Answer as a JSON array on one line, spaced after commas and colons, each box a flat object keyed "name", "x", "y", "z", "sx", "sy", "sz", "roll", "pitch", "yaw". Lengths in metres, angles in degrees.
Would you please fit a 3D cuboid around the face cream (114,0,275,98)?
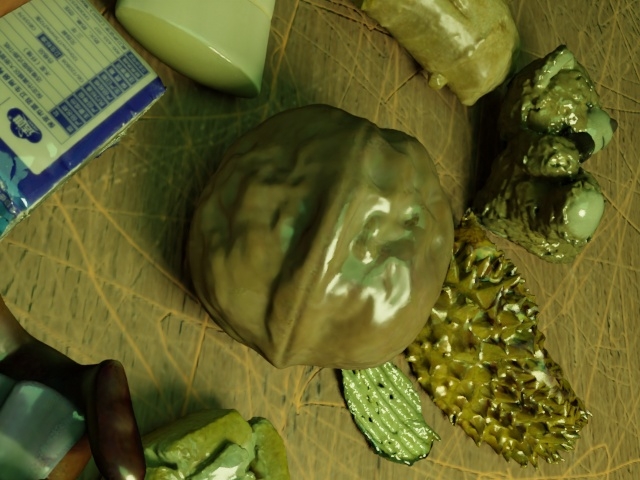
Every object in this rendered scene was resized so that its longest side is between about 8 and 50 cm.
[{"name": "face cream", "x": -0.119, "y": -0.340, "z": 0.923, "sx": 0.173, "sy": 0.081, "sz": 0.349, "roll": 17, "pitch": 72, "yaw": -28}]

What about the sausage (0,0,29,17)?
[{"name": "sausage", "x": -0.241, "y": -0.226, "z": 0.667, "sx": 0.419, "sy": 0.094, "sz": 0.094, "roll": -44, "pitch": 139, "yaw": -37}]

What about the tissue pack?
[{"name": "tissue pack", "x": -0.304, "y": -0.158, "z": 0.744, "sx": 0.270, "sy": 0.137, "sz": 0.209, "roll": 46, "pitch": 58, "yaw": -12}]

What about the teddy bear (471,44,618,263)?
[{"name": "teddy bear", "x": 0.292, "y": -0.112, "z": 1.082, "sx": 0.156, "sy": 0.267, "sz": 0.256, "roll": 14, "pitch": 82, "yaw": 14}]

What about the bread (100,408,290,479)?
[{"name": "bread", "x": -0.125, "y": 0.274, "z": 0.775, "sx": 0.186, "sy": 0.124, "sz": 0.257, "roll": 26, "pitch": 66, "yaw": -25}]

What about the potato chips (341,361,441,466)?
[{"name": "potato chips", "x": 0.065, "y": 0.170, "z": 0.969, "sx": 0.092, "sy": 0.028, "sz": 0.208, "roll": -37, "pitch": 102, "yaw": -33}]

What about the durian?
[{"name": "durian", "x": 0.218, "y": 0.145, "z": 1.021, "sx": 0.191, "sy": 0.112, "sz": 0.341, "roll": -36, "pitch": 102, "yaw": -34}]

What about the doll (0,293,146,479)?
[{"name": "doll", "x": -0.312, "y": 0.184, "z": 0.598, "sx": 0.340, "sy": 0.317, "sz": 0.209, "roll": -50, "pitch": 138, "yaw": -23}]

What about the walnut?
[{"name": "walnut", "x": 0.002, "y": 0.001, "z": 0.847, "sx": 0.273, "sy": 0.227, "sz": 0.273, "roll": 3, "pitch": 85, "yaw": -31}]

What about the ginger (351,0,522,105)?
[{"name": "ginger", "x": 0.120, "y": -0.309, "z": 1.039, "sx": 0.354, "sy": 0.126, "sz": 0.190, "roll": 27, "pitch": 88, "yaw": -28}]
